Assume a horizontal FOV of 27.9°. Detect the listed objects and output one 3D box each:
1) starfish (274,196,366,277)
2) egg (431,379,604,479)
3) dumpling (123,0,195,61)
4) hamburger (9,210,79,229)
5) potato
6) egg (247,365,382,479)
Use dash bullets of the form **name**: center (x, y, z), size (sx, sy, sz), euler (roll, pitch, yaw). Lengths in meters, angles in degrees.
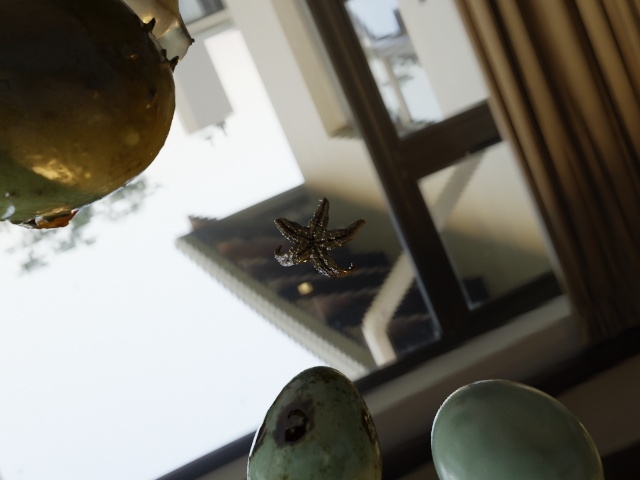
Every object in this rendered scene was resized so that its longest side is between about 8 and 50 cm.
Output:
- **starfish**: center (0.000, 0.000, 1.189), size (0.091, 0.078, 0.028), euler (-20, 169, 7)
- **egg**: center (0.195, 0.221, 1.287), size (0.149, 0.149, 0.192), euler (-29, -134, -26)
- **dumpling**: center (-0.280, -0.341, 1.766), size (0.166, 0.216, 0.126), euler (-25, -136, 4)
- **hamburger**: center (-0.326, -0.176, 1.426), size (0.290, 0.314, 0.170), euler (-37, 179, 42)
- **potato**: center (-0.294, -0.127, 1.000), size (0.219, 0.359, 0.270), euler (141, -32, -70)
- **egg**: center (-0.005, 0.271, 1.611), size (0.169, 0.231, 0.169), euler (6, 162, 2)
